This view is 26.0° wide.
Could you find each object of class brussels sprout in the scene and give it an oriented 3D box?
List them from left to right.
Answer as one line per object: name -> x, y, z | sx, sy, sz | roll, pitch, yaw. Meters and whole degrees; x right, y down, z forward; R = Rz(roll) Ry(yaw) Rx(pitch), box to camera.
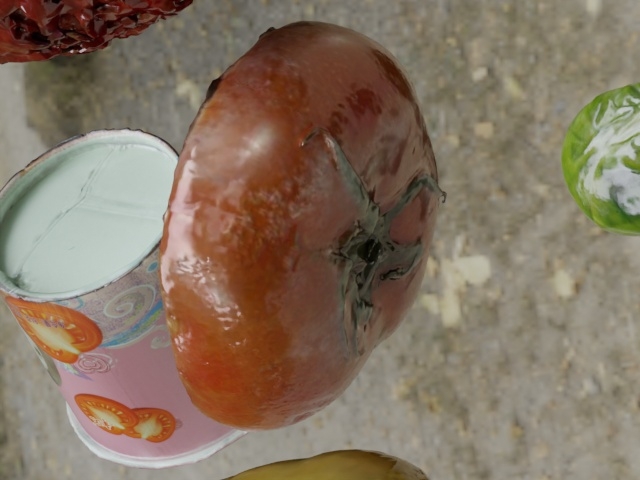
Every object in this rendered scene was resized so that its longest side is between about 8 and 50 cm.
brussels sprout -> 0.473, -0.122, 1.903 | 0.271, 0.210, 0.219 | -46, 58, 28

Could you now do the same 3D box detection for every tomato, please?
tomato -> 0.000, 0.000, 0.778 | 0.095, 0.237, 0.237 | 18, 117, 22

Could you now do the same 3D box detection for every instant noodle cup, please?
instant noodle cup -> -0.163, 0.044, 1.240 | 0.243, 0.243, 0.231 | 60, 176, 43

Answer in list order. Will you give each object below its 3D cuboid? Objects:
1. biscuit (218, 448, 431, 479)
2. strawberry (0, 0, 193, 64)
biscuit -> -0.103, 0.148, 0.557 | 0.154, 0.299, 0.045 | -171, 61, -74
strawberry -> -0.111, -0.214, 0.719 | 0.274, 0.220, 0.274 | -18, 61, 35
